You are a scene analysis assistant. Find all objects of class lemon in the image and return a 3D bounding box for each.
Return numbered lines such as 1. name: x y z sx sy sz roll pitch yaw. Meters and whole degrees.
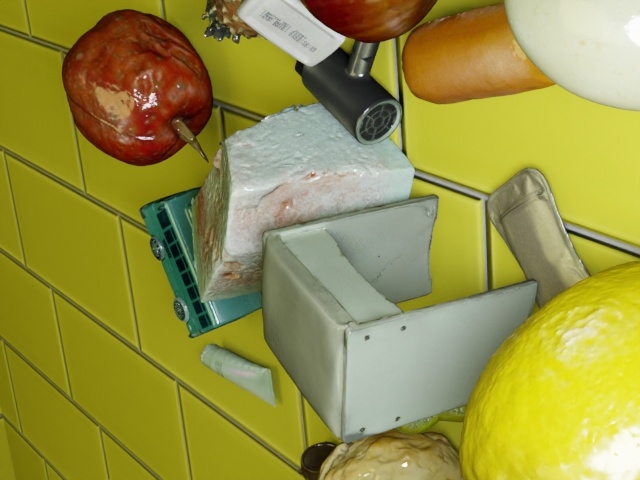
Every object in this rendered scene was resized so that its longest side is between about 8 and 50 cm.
1. lemon: 0.303 0.212 1.217 0.364 0.364 0.364 34 134 46

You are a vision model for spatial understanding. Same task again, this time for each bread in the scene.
1. bread: 0.103 0.344 1.725 0.244 0.244 0.134 131 137 -56

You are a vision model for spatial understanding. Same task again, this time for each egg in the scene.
1. egg: 0.289 -0.220 1.146 0.253 0.188 0.188 37 137 30

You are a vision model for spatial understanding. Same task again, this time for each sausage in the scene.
1. sausage: 0.189 -0.216 1.397 0.274 0.105 0.105 -1 106 58

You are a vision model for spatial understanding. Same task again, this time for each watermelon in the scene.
1. watermelon: -0.065 -0.061 1.690 0.387 0.258 0.228 -26 74 24

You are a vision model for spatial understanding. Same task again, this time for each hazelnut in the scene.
1. hazelnut: 0.066 -0.356 1.433 0.229 0.229 0.229 34 134 46

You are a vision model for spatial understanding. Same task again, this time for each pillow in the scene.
1. pillow: 0.273 0.024 1.458 0.217 0.033 0.130 65 151 11

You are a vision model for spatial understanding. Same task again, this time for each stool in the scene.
1. stool: 0.088 0.089 1.532 0.243 0.269 0.170 -132 36 -50

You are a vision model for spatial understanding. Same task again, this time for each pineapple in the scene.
1. pineapple: -0.103 -0.360 1.772 0.278 0.158 0.158 -177 70 -70

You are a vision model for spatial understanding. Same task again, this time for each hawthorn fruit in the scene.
1. hawthorn fruit: -0.305 -0.256 2.035 0.262 0.258 0.258 34 134 54

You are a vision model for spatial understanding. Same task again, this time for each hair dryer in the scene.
1. hair dryer: 0.051 -0.283 1.631 0.195 0.078 0.248 48 133 34

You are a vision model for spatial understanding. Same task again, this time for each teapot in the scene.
1. teapot: 0.014 0.391 2.049 0.121 0.076 0.068 7 127 25

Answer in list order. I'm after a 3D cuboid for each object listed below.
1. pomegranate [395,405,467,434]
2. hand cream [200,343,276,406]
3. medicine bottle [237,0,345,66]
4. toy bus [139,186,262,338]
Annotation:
1. pomegranate: 0.159 0.185 1.657 0.169 0.122 0.143 -30 112 26
2. hand cream: -0.148 0.243 2.248 0.205 0.050 0.078 20 123 48
3. medicine bottle: -0.018 -0.338 1.571 0.132 0.188 0.088 32 141 -22
4. toy bus: -0.207 0.029 2.147 0.147 0.128 0.256 -23 89 58
